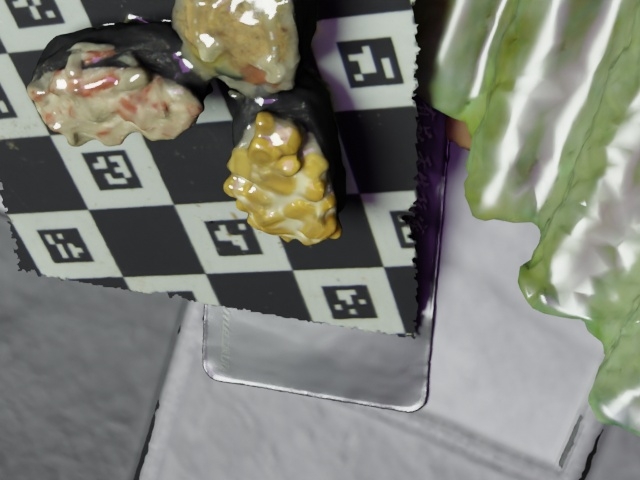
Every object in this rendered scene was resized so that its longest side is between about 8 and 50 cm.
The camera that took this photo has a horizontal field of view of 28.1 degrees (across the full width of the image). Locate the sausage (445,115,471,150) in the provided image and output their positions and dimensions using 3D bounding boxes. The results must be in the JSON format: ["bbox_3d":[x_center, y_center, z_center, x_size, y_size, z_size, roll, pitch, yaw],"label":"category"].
[{"bbox_3d":[0.071,-0.093,0.524,0.026,0.026,0.116,14,110,12],"label":"sausage"}]

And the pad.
[{"bbox_3d":[0.000,0.000,0.584,0.112,0.003,0.157,8,108,14],"label":"pad"}]

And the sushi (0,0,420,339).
[{"bbox_3d":[-0.055,-0.053,0.483,0.193,0.043,0.279,9,136,9],"label":"sushi"}]

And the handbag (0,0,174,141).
[{"bbox_3d":[-0.161,-0.153,0.533,0.315,0.109,0.241,-18,101,24],"label":"handbag"}]

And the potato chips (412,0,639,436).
[{"bbox_3d":[0.157,-0.124,0.377,0.373,0.097,0.389,3,102,37],"label":"potato chips"}]
